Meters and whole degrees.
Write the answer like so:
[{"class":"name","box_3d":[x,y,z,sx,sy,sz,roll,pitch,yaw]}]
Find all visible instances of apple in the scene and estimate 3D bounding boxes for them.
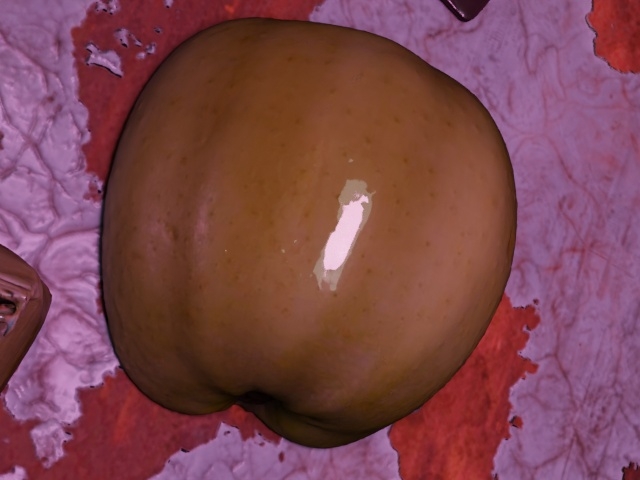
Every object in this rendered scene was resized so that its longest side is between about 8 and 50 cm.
[{"class":"apple","box_3d":[0.000,0.000,1.177,0.320,0.312,0.360,10,72,21]}]

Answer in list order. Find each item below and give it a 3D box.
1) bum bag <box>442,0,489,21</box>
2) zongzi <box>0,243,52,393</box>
[{"class":"bum bag","box_3d":[0.123,-0.304,1.314,0.159,0.026,0.109,44,66,-14]},{"class":"zongzi","box_3d":[-0.445,0.129,0.912,0.418,0.181,0.447,31,73,-3]}]
